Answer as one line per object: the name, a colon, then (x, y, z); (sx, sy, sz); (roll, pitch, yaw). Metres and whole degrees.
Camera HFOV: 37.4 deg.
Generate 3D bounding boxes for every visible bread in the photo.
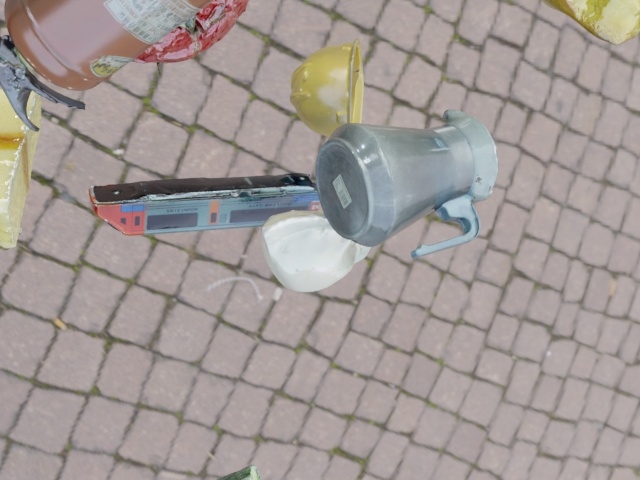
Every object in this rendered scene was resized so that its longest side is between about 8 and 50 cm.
bread: (0.311, -0.331, 1.117); (0.161, 0.088, 0.233); (-32, 72, -29)
bread: (-0.553, -0.139, 1.632); (0.178, 0.142, 0.266); (25, 51, -37)

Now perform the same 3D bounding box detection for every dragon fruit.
dragon fruit: (-0.216, -0.385, 1.397); (0.244, 0.244, 0.298); (53, 41, -30)

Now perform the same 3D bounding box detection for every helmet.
helmet: (0.010, -0.293, 1.871); (0.140, 0.257, 0.205); (4, 82, 5)

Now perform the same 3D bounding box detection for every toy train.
toy train: (-0.204, -0.062, 1.687); (0.410, 0.086, 0.089); (-5, 121, -21)

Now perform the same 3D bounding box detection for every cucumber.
cucumber: (-0.117, 0.310, 1.146); (0.105, 0.048, 0.048); (-25, 121, 17)

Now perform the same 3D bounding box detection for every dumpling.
dumpling: (0.000, 0.000, 1.479); (0.179, 0.131, 0.252); (-15, 154, 10)

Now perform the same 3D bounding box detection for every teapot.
teapot: (0.128, -0.079, 1.326); (0.225, 0.171, 0.203); (-15, 81, -27)

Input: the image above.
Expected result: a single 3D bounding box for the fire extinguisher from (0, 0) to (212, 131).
fire extinguisher: (-0.183, -0.246, 0.805); (0.376, 0.113, 0.200); (-31, 119, 22)
